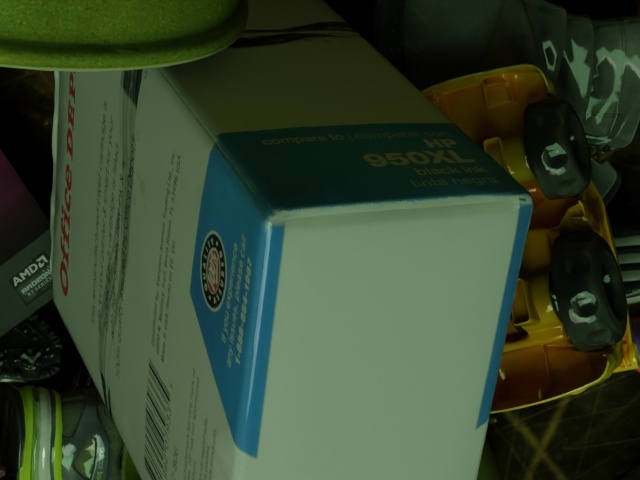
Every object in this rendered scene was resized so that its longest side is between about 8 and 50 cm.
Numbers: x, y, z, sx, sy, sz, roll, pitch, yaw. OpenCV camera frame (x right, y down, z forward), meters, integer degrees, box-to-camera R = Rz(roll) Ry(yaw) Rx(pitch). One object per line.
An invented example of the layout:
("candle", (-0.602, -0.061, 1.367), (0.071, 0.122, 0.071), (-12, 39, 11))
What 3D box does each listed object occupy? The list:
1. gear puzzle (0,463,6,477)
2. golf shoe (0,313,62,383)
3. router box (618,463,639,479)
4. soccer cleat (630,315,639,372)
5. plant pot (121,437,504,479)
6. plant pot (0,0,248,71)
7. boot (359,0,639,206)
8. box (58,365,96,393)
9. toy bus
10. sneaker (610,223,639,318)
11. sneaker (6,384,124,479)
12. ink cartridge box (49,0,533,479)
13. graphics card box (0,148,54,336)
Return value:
("gear puzzle", (-0.450, 0.218, 1.457), (0.339, 0.044, 0.175), (7, 128, -2))
("golf shoe", (-0.314, 0.089, 1.349), (0.198, 0.077, 0.094), (13, 143, -7))
("router box", (0.373, 0.211, 1.443), (0.133, 0.046, 0.179), (32, 120, -21))
("soccer cleat", (0.303, 0.079, 1.274), (0.248, 0.083, 0.095), (15, 115, -54))
("plant pot", (0.036, 0.204, 1.327), (0.275, 0.275, 0.293), (-30, 138, 20))
("plant pot", (-0.179, -0.325, 0.893), (0.366, 0.366, 0.353), (12, 114, -8))
("boot", (0.139, -0.160, 1.144), (0.222, 0.118, 0.338), (4, 138, -6))
("box", (-0.173, 0.187, 1.437), (0.162, 0.029, 0.116), (29, 122, -21))
("toy bus", (0.145, 0.005, 1.130), (0.149, 0.220, 0.211), (-15, 170, 27))
("sneaker", (0.174, 0.046, 1.305), (0.228, 0.086, 0.132), (0, 158, 24))
("sneaker", (-0.195, 0.239, 1.395), (0.121, 0.111, 0.300), (-6, 134, -7))
("ink cartridge box", (-0.047, 0.009, 1.051), (0.166, 0.395, 0.285), (-6, 121, -23))
("graphics card box", (-0.361, -0.053, 1.162), (0.233, 0.094, 0.371), (-37, 125, -14))
